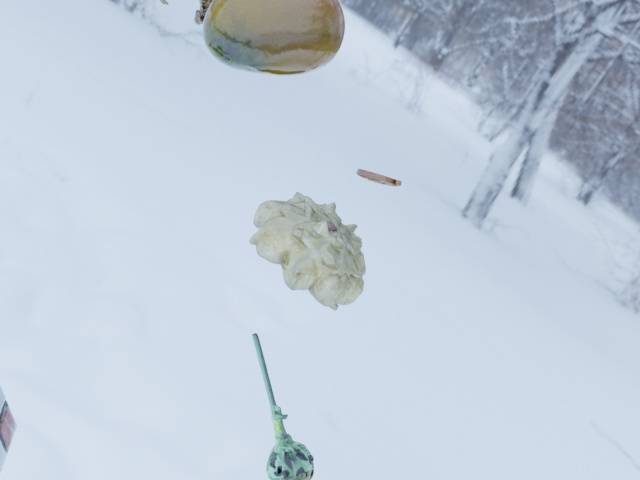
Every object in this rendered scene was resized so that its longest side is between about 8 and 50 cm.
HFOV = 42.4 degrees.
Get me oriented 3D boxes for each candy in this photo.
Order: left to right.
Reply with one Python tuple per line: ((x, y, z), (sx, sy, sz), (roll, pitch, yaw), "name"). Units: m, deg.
((-0.080, 0.318, 1.529), (0.091, 0.083, 0.305), (-14, 90, -52), "candy")

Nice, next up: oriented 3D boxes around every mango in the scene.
((-0.067, -0.298, 1.132), (0.221, 0.120, 0.151), (-10, 63, -34), "mango")

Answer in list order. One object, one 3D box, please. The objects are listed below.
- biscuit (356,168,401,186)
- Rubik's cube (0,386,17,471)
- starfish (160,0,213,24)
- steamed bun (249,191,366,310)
((0.102, -0.104, 1.404), (0.078, 0.015, 0.091), (19, 5, 28), "biscuit")
((-0.614, 0.278, 1.166), (0.256, 0.259, 0.253), (-5, 31, 0), "Rubik's cube")
((-0.185, -0.457, 1.461), (0.146, 0.190, 0.074), (34, 43, -53), "starfish")
((0.000, 0.000, 1.703), (0.295, 0.137, 0.292), (27, 25, -32), "steamed bun")
